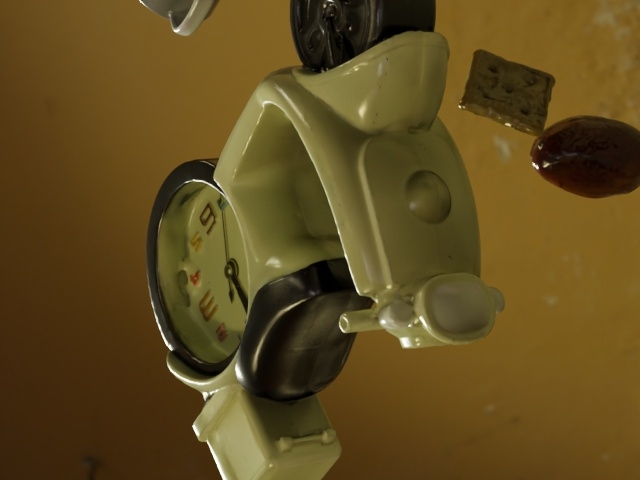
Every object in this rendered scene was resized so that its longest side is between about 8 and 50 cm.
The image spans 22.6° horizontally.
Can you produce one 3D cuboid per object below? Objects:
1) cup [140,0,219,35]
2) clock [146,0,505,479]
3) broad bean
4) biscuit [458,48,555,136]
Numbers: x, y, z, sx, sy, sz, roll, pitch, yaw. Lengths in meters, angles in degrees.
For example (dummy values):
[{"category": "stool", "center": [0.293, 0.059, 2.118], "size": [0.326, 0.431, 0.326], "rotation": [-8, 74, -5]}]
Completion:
[{"category": "cup", "center": [-0.174, -0.368, 2.079], "size": [0.134, 0.142, 0.173], "rotation": [36, -138, -6]}, {"category": "clock", "center": [0.000, 0.000, 1.102], "size": [0.120, 0.379, 0.276], "rotation": [-7, -120, -33]}, {"category": "broad bean", "center": [0.372, -0.113, 2.183], "size": [0.084, 0.165, 0.114], "rotation": [-78, 3, -60]}, {"category": "biscuit", "center": [0.172, -0.136, 1.470], "size": [0.018, 0.083, 0.081], "rotation": [111, 180, -50]}]
